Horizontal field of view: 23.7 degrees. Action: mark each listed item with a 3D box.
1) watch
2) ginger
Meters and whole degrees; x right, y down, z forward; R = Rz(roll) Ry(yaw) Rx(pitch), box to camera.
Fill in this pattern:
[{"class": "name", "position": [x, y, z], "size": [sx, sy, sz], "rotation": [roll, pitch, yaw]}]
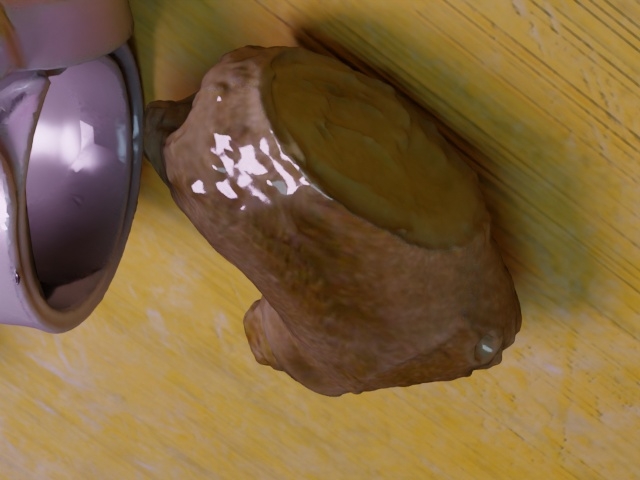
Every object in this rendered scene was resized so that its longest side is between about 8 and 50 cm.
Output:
[{"class": "watch", "position": [-0.218, -0.052, 0.917], "size": [0.196, 0.244, 0.231], "rotation": [10, 123, 13]}, {"class": "ginger", "position": [0.000, 0.000, 0.954], "size": [0.276, 0.130, 0.221], "rotation": [34, 141, 0]}]
